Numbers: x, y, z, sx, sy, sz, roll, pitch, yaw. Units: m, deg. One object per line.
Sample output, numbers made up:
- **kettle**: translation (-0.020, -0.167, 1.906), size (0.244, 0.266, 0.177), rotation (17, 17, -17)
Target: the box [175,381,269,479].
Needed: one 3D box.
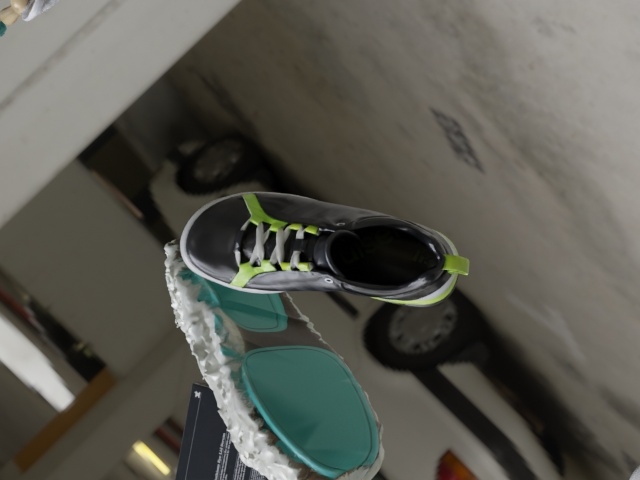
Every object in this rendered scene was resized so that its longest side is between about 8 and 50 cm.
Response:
- **box**: translation (-0.083, 0.313, 1.439), size (0.184, 0.261, 0.103), rotation (8, 176, 42)

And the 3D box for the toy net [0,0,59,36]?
- **toy net**: translation (-0.315, -0.211, 1.155), size (0.045, 0.232, 0.122), rotation (56, -163, -21)

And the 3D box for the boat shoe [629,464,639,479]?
- **boat shoe**: translation (0.352, 0.231, 0.797), size (0.367, 0.136, 0.156), rotation (25, 161, -16)

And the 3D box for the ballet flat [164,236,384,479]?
- **ballet flat**: translation (-0.056, 0.139, 1.234), size (0.147, 0.147, 0.409), rotation (51, -176, -42)

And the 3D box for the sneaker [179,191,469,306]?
- **sneaker**: translation (0.000, 0.000, 0.955), size (0.234, 0.084, 0.097), rotation (5, 171, 8)
